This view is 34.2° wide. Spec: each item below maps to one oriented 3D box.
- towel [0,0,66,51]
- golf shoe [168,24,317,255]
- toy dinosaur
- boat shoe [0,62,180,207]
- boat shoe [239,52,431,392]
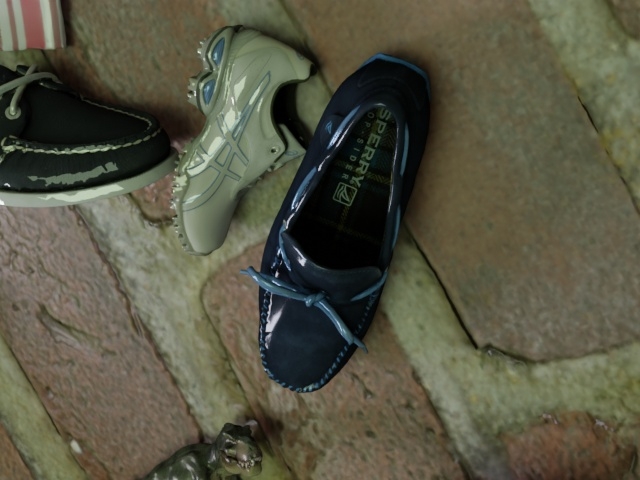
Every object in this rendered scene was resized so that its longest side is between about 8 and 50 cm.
[{"bbox_3d":[-0.285,-0.217,0.802,0.197,0.029,0.144,3,110,21],"label":"towel"},{"bbox_3d":[-0.054,-0.059,0.732,0.086,0.069,0.176,18,118,10],"label":"golf shoe"},{"bbox_3d":[-0.120,0.235,0.879,0.268,0.064,0.118,-28,89,33],"label":"toy dinosaur"},{"bbox_3d":[-0.245,-0.089,0.780,0.303,0.114,0.091,4,116,23],"label":"boat shoe"},{"bbox_3d":[0.000,0.000,0.705,0.109,0.089,0.258,14,116,5],"label":"boat shoe"}]
